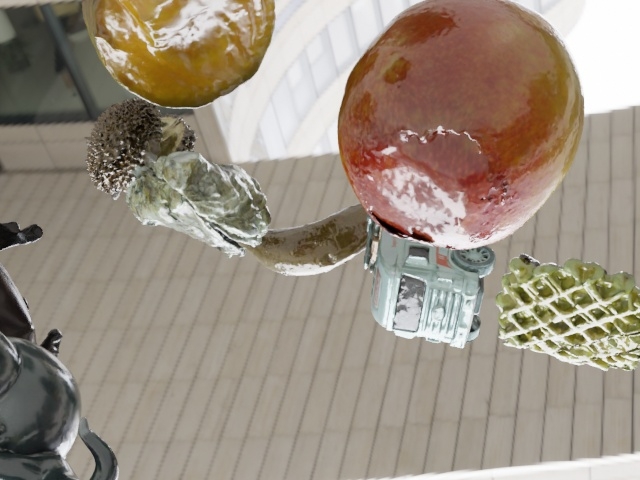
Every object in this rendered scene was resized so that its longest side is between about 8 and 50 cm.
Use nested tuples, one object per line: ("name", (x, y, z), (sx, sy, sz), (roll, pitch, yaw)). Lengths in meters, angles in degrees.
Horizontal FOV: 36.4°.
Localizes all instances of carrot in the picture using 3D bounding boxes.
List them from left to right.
("carrot", (-0.195, -0.307, 1.320), (0.242, 0.241, 0.340), (-25, -155, -9))

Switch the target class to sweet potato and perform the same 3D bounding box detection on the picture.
("sweet potato", (0.002, 0.001, 1.595), (0.310, 0.098, 0.124), (-9, -156, 9))

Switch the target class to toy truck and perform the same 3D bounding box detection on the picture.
("toy truck", (0.141, -0.004, 1.294), (0.162, 0.136, 0.305), (7, -142, 3))

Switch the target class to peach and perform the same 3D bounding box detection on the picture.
("peach", (0.126, -0.107, 0.887), (0.231, 0.231, 0.231), (-9, -137, 8))

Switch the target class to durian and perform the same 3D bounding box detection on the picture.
("durian", (-0.308, -0.145, 1.646), (0.196, 0.196, 0.167), (-18, -145, -2))

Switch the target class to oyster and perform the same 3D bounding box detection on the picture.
("oyster", (-0.153, -0.052, 1.250), (0.268, 0.199, 0.112), (6, -105, 66))

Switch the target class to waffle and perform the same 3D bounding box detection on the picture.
("waffle", (0.458, 0.142, 1.750), (0.297, 0.317, 0.073), (16, -125, 16))

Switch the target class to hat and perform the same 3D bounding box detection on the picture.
("hat", (-0.400, 0.112, 1.162), (0.209, 0.238, 0.336), (-21, -157, -12))

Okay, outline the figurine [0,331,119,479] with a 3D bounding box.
("figurine", (-0.257, 0.180, 0.846), (0.265, 0.193, 0.140), (33, -98, 36))
